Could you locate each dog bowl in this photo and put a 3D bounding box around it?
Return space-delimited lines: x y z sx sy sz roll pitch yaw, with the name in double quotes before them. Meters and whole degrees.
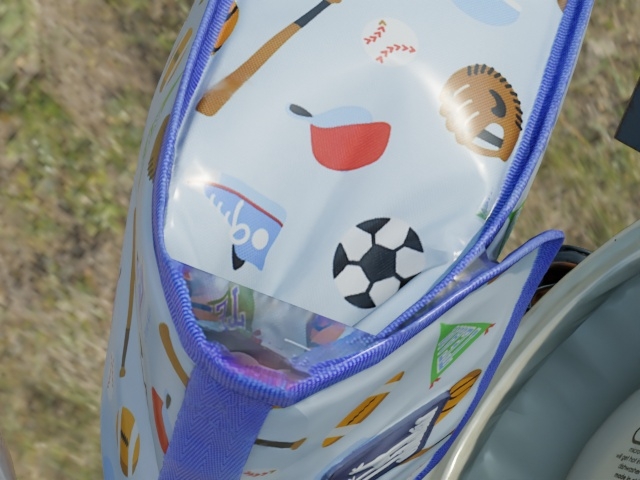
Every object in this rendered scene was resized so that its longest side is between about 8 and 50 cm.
"dog bowl" 0.227 0.161 1.091 0.150 0.408 0.408 39 86 -16

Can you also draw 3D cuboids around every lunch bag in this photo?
"lunch bag" 0.000 0.000 0.948 0.239 0.328 0.385 22 55 1

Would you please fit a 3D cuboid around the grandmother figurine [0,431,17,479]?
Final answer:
"grandmother figurine" -0.233 0.250 1.193 0.208 0.104 0.342 -37 77 35

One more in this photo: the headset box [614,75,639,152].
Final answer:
"headset box" 0.468 -0.181 1.681 0.246 0.283 0.131 30 41 14

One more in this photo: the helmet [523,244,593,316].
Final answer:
"helmet" 0.221 0.094 1.376 0.161 0.169 0.169 21 79 21
